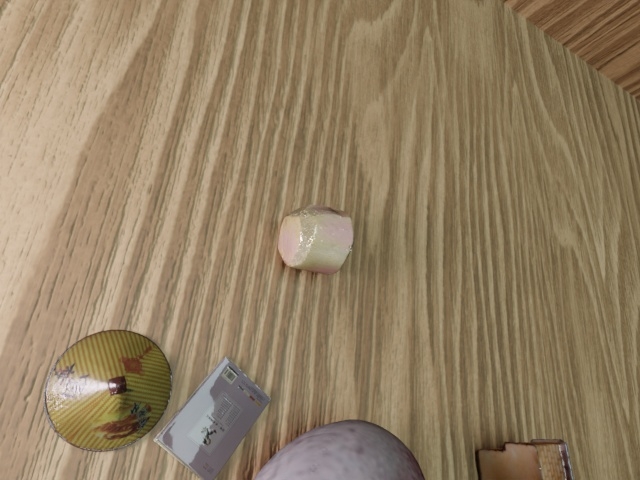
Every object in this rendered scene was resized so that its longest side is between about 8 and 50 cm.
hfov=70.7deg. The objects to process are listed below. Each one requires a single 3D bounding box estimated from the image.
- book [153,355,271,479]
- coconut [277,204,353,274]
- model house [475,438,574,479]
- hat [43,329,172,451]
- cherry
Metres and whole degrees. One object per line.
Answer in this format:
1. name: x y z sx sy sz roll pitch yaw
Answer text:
1. book: -0.185 0.317 0.807 0.127 0.014 0.181 46 55 -9
2. coconut: 0.000 0.000 0.963 0.153 0.147 0.147 9 68 -26
3. model house: 0.487 0.538 1.035 0.172 0.183 0.166 6 70 -29
4. hat: -0.325 0.232 0.712 0.193 0.082 0.192 10 68 -27
5. cherry: 0.029 0.456 0.740 0.327 0.291 0.334 20 44 -13
